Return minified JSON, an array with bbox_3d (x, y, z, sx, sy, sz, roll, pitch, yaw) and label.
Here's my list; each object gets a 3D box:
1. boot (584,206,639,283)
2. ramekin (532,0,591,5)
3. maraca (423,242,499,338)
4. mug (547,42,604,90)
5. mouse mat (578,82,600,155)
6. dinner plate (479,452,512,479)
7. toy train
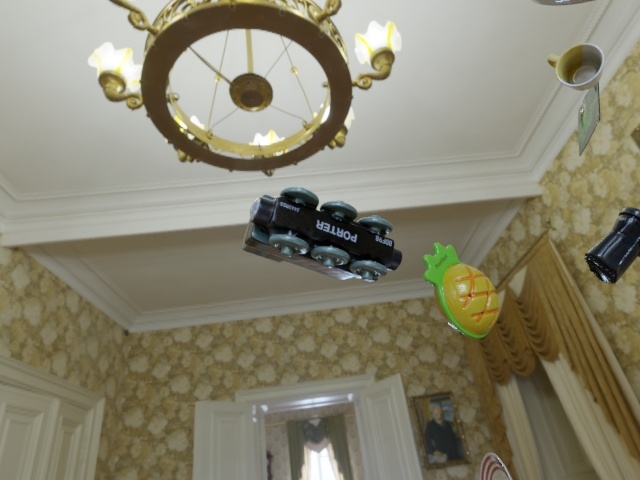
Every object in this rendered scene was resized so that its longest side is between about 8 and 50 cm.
[{"bbox_3d":[0.910,0.050,1.222,0.246,0.094,0.207,41,-92,-21],"label":"boot"},{"bbox_3d":[0.530,-0.575,0.811,0.273,0.272,0.127,-16,-49,11],"label":"ramekin"},{"bbox_3d":[0.252,0.090,0.742,0.127,0.185,0.099,-40,5,-40],"label":"maraca"},{"bbox_3d":[0.402,-0.269,0.636,0.062,0.078,0.064,-32,-19,36],"label":"mug"},{"bbox_3d":[0.727,-0.338,1.115,0.007,0.152,0.189,3,-18,20],"label":"mouse mat"},{"bbox_3d":[0.227,0.339,0.504,0.017,0.141,0.141,0,-32,3],"label":"dinner plate"},{"bbox_3d":[0.000,0.000,0.848,0.334,0.142,0.190,19,-21,-23],"label":"toy train"}]
